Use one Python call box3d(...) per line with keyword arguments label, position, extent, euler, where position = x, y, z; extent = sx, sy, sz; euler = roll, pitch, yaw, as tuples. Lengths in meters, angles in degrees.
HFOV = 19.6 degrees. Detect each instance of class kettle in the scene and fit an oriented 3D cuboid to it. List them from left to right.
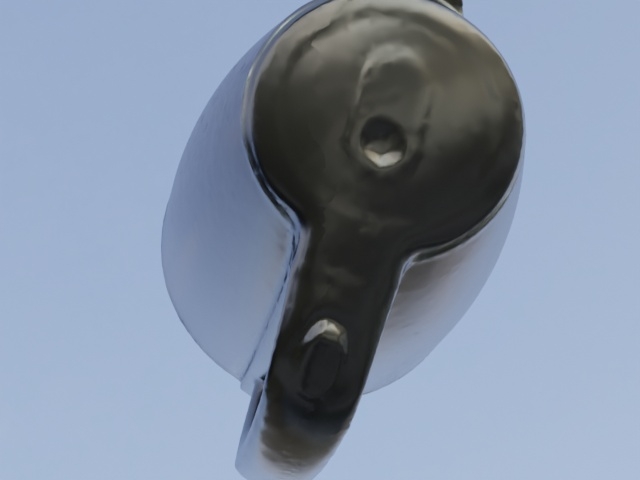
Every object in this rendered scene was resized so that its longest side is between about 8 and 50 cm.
box3d(label="kettle", position=(0.000, 0.000, 0.748), extent=(0.144, 0.202, 0.232), euler=(21, -14, 0))
